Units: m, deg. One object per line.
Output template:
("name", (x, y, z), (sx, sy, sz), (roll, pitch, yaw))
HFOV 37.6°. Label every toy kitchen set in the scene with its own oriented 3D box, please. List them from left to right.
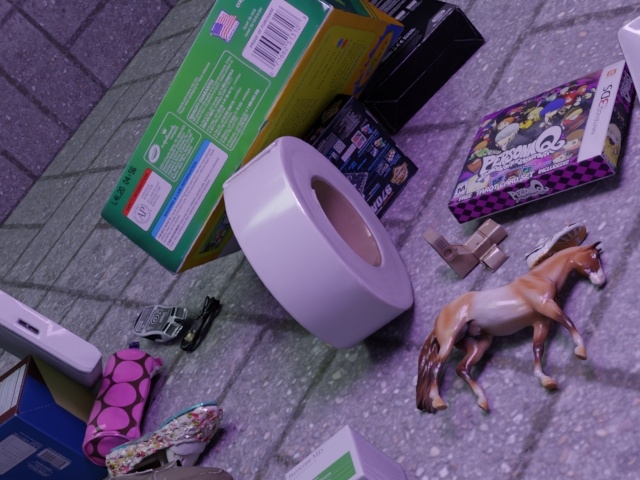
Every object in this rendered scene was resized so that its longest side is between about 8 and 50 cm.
("toy kitchen set", (0.194, 0.000, 1.212), (0.083, 0.075, 0.068), (-45, 29, 2))

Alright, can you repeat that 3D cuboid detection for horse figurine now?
("horse figurine", (0.205, 0.104, 1.073), (0.263, 0.066, 0.174), (-27, 39, 27))

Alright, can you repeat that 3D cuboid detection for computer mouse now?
("computer mouse", (-0.262, 0.149, 1.683), (0.193, 0.042, 0.106), (-4, 54, 45))

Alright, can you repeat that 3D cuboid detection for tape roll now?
("tape roll", (0.000, 0.000, 1.254), (0.100, 0.286, 0.286), (-37, 29, 18))

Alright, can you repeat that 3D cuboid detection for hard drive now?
("hard drive", (-0.476, 0.175, 1.588), (0.047, 0.233, 0.353), (-60, 3, -20))

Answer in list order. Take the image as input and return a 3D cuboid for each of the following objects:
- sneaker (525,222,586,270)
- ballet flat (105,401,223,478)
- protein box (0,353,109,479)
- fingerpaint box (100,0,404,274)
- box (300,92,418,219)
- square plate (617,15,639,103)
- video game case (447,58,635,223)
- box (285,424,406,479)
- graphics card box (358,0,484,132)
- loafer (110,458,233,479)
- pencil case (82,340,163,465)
("sneaker", (0.281, 0.003, 1.135), (0.083, 0.032, 0.037), (-40, 29, 11))
("ballet flat", (-0.225, 0.314, 1.395), (0.241, 0.091, 0.077), (-32, 61, 33))
("protein box", (-0.482, 0.334, 1.567), (0.201, 0.200, 0.136), (-35, 33, 22))
("fingerpaint box", (-0.096, -0.196, 1.462), (0.445, 0.163, 0.371), (-57, -12, 19))
("box", (0.027, -0.088, 1.448), (0.220, 0.175, 0.051), (-52, 30, -10))
("square plate", (0.533, -0.240, 1.087), (0.347, 0.049, 0.344), (-30, 33, 28))
("video game case", (0.297, -0.131, 1.256), (0.232, 0.042, 0.210), (-19, 31, 41))
("box", (0.033, 0.282, 1.036), (0.101, 0.102, 0.087), (-41, 26, 12))
("graphics card box", (0.121, -0.351, 1.750), (0.233, 0.094, 0.371), (-46, 27, 1))
("loafer", (-0.215, 0.360, 1.310), (0.251, 0.094, 0.087), (-10, 19, 35))
("pencil case", (-0.324, 0.271, 1.554), (0.098, 0.095, 0.209), (-1, 39, 4))
